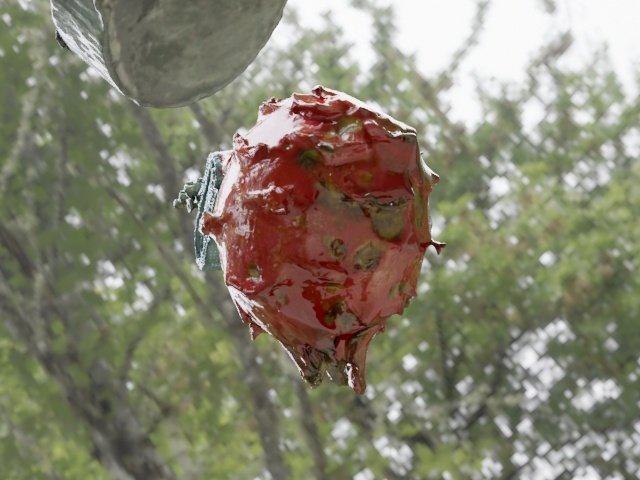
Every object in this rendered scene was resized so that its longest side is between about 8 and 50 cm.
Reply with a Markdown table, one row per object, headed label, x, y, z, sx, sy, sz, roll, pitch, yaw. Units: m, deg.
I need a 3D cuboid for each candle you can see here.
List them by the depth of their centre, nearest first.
| label | x | y | z | sx | sy | sz | roll | pitch | yaw |
| --- | --- | --- | --- | --- | --- | --- | --- | --- | --- |
| candle | -0.068 | -0.162 | 0.777 | 0.168 | 0.068 | 0.192 | -39 | -36 | -7 |

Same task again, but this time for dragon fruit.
| label | x | y | z | sx | sy | sz | roll | pitch | yaw |
| --- | --- | --- | --- | --- | --- | --- | --- | --- | --- |
| dragon fruit | 0.000 | 0.000 | 1.390 | 0.210 | 0.205 | 0.268 | -3 | -86 | -5 |

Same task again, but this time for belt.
| label | x | y | z | sx | sy | sz | roll | pitch | yaw |
| --- | --- | --- | --- | --- | --- | --- | --- | --- | --- |
| belt | -0.097 | -0.044 | 1.579 | 0.065 | 0.100 | 0.179 | -5 | -28 | -16 |
